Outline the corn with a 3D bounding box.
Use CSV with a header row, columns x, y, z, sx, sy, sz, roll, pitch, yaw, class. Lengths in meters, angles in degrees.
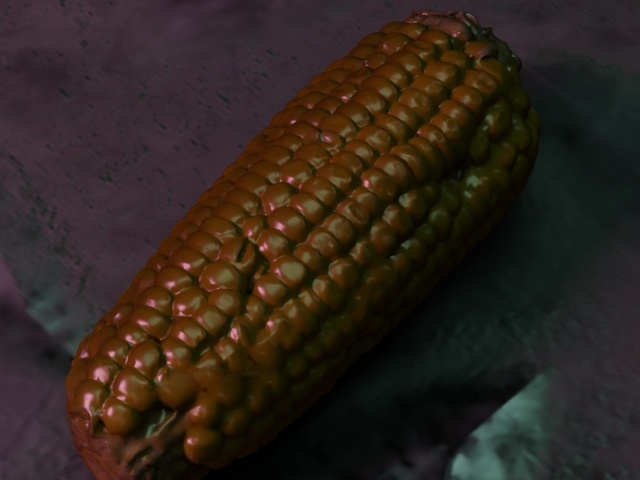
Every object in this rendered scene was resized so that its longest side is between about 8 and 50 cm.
x,y,z,sx,sy,sz,roll,pitch,yaw,class
0.000,0.000,0.707,0.097,0.097,0.262,30,59,23,corn
